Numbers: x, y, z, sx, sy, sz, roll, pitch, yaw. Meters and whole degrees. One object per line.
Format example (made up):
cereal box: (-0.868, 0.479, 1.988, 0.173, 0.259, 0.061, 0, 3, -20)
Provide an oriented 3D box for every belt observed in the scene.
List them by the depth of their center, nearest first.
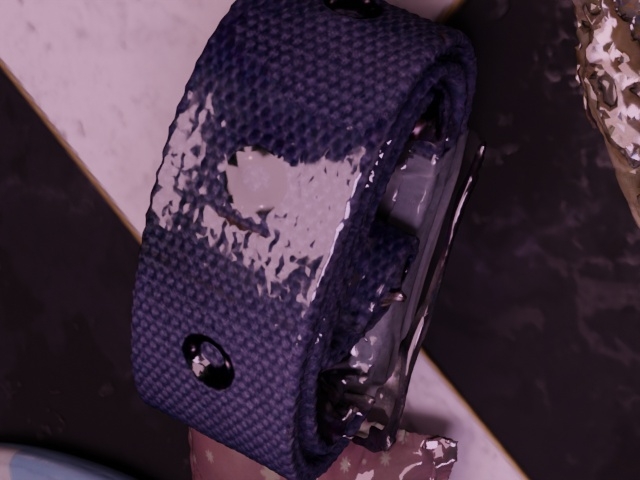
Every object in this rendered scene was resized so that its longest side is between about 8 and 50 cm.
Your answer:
belt: (0.000, 0.000, 0.696, 0.126, 0.140, 0.230, 25, 116, 21)

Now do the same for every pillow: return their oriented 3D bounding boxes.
pillow: (-0.004, 0.131, 0.798, 0.185, 0.043, 0.118, 13, 116, 30)

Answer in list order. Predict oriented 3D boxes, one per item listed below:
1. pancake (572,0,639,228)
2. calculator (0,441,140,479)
pancake: (0.221, -0.060, 0.572, 0.282, 0.049, 0.282, 12, 114, 30)
calculator: (-0.146, 0.221, 0.929, 0.303, 0.042, 0.188, 11, 111, 32)
